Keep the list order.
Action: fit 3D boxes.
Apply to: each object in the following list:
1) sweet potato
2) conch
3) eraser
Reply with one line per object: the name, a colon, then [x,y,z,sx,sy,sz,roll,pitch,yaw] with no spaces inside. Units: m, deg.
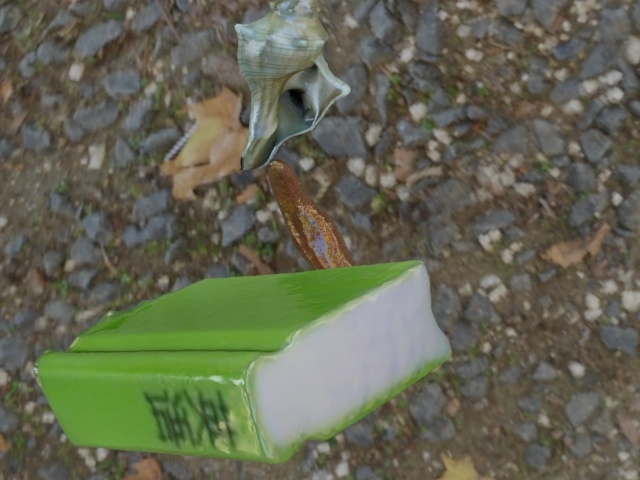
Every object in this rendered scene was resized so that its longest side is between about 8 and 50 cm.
sweet potato: [-0.005,-0.005,1.369,0.058,0.078,0.255,-35,116,-6]
conch: [-0.032,-0.206,1.327,0.137,0.114,0.233,0,124,5]
eraser: [-0.067,0.090,0.856,0.210,0.274,0.092,-25,103,-44]
